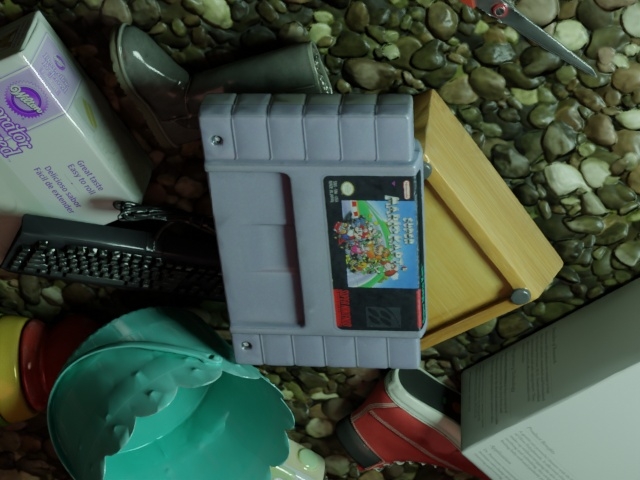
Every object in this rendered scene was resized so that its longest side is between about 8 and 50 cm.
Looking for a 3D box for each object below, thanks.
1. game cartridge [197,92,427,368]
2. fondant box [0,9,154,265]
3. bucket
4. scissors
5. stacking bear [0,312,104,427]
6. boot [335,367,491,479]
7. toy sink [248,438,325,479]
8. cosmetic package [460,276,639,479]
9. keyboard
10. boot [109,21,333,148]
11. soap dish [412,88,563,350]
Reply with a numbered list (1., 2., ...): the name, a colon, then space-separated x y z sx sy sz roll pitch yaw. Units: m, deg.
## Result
1. game cartridge: 0.000 0.000 1.489 0.230 0.068 0.355 3 129 11
2. fondant box: -0.399 -0.093 1.595 0.330 0.096 0.238 -21 124 21
3. bucket: -0.192 0.228 1.684 0.281 0.183 0.281 -21 132 -25
4. scissors: 0.169 -0.252 1.443 0.109 0.021 0.297 -33 119 26
5. stacking bear: -0.400 0.162 1.768 0.289 0.164 0.175 -6 128 7
6. boot: 0.148 0.285 1.834 0.244 0.088 0.176 35 126 -9
7. toy sink: -0.082 0.353 1.875 0.131 0.153 0.234 30 125 -16
8. cosmetic package: 0.372 0.190 1.679 0.365 0.155 0.197 -32 119 27
9. keyboard: -0.202 0.014 1.612 0.317 0.033 0.201 8 146 -24
10. boot: -0.105 -0.183 1.496 0.208 0.076 0.190 -7 142 22
11. soap dish: 0.112 -0.008 1.579 0.229 0.118 0.291 -26 121 25
